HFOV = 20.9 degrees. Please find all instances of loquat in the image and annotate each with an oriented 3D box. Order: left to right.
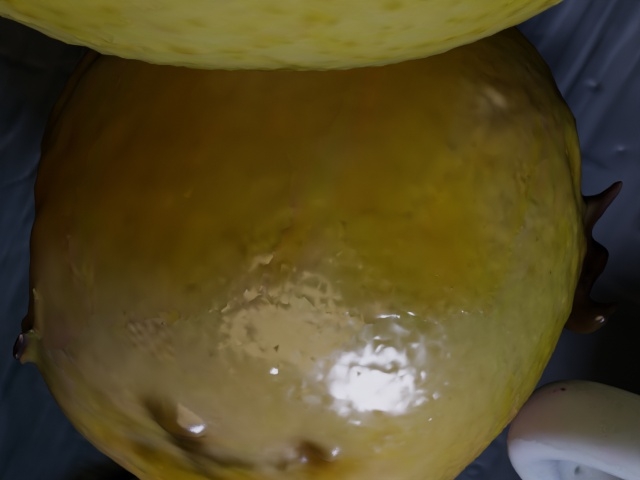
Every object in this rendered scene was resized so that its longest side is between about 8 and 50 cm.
[{"bbox_3d":[0.000,0.000,0.701,0.244,0.244,0.243,5,122,8],"label":"loquat"}]

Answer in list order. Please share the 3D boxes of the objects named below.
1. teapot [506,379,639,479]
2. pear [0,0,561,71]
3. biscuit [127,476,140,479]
[{"bbox_3d":[0.225,0.192,0.781,0.280,0.252,0.424,8,150,51],"label":"teapot"},{"bbox_3d":[-0.017,-0.217,0.503,0.348,0.348,0.348,5,122,8],"label":"pear"},{"bbox_3d":[0.008,0.221,0.937,0.154,0.045,0.299,-35,109,28],"label":"biscuit"}]
